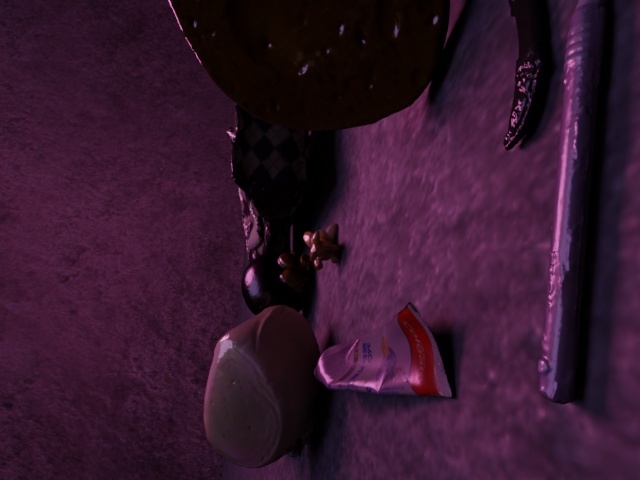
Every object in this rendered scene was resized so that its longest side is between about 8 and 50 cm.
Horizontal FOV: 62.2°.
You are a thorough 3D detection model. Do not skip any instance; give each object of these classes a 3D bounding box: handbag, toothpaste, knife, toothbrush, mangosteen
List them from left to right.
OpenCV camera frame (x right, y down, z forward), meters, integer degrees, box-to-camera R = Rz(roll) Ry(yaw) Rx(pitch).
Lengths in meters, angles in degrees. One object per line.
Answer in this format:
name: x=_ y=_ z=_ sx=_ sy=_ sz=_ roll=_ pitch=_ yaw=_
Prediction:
handbag: x=-0.098 y=-0.115 z=1.069 sx=0.416 sy=0.180 sz=0.316 roll=105 pitch=164 yaw=-61
mangosteen: x=-0.073 y=0.076 z=0.982 sx=0.151 sy=0.137 sz=0.137 roll=-40 pitch=32 yaw=21
toothpaste: x=0.049 y=0.125 z=0.551 sx=0.301 sy=0.048 sz=0.075 roll=134 pitch=145 yaw=-66
knife: x=0.136 y=-0.173 z=0.364 sx=0.045 sy=0.021 sz=0.222 roll=134 pitch=140 yaw=-75
toothbrush: x=0.138 y=-0.091 z=0.290 sx=0.024 sy=0.029 sz=0.353 roll=75 pitch=-159 yaw=-87

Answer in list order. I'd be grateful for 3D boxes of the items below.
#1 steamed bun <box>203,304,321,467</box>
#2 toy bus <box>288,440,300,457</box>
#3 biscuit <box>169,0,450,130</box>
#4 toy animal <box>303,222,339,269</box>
steamed bun: x=-0.071 y=0.227 z=0.799 sx=0.170 sy=0.153 sz=0.238 roll=-32 pitch=-38 yaw=-54
toy bus: x=-0.084 y=0.328 z=0.973 sx=0.195 sy=0.081 sz=0.089 roll=152 pitch=134 yaw=-76
biscuit: x=-0.008 y=-0.275 z=0.465 sx=0.063 sy=0.314 sz=0.367 roll=-66 pitch=-35 yaw=-50
toy animal: x=0.000 y=0.000 z=0.812 sx=0.081 sy=0.061 sz=0.083 roll=56 pitch=-165 yaw=-37
